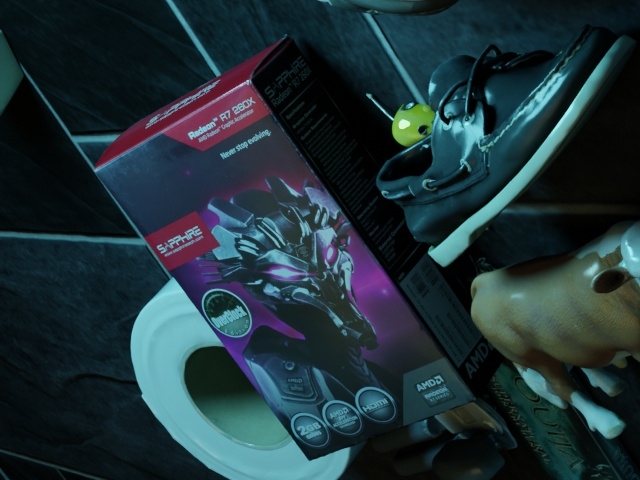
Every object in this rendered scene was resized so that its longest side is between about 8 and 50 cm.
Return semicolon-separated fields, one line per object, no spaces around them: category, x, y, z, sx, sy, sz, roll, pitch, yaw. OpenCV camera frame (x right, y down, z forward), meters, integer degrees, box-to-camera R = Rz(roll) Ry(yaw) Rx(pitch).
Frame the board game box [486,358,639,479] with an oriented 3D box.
board game box;0.226;0.170;1.800;0.186;0.026;0.126;55;154;-19

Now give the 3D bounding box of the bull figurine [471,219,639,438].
bull figurine;0.246;0.065;1.519;0.188;0.101;0.310;51;155;-14

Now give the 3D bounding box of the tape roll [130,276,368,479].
tape roll;-0.067;0.143;2.036;0.286;0.100;0.286;20;134;22

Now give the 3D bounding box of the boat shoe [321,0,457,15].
boat shoe;0.013;-0.238;1.440;0.335;0.112;0.095;30;169;42

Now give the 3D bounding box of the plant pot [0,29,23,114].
plant pot;-0.412;-0.199;2.160;0.109;0.096;0.109;23;146;39

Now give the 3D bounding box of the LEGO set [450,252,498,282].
LEGO set;0.149;0.027;1.717;0.083;0.023;0.054;51;156;22

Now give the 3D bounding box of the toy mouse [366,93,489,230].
toy mouse;0.112;-0.055;1.631;0.161;0.031;0.143;16;142;48

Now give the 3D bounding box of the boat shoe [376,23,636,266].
boat shoe;0.128;-0.090;1.438;0.113;0.127;0.340;41;158;2

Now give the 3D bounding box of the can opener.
can opener;0.121;0.213;1.965;0.074;0.093;0.280;48;160;-6

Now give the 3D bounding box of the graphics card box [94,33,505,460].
graphics card box;-0.019;0.017;1.753;0.233;0.094;0.371;-25;107;39
